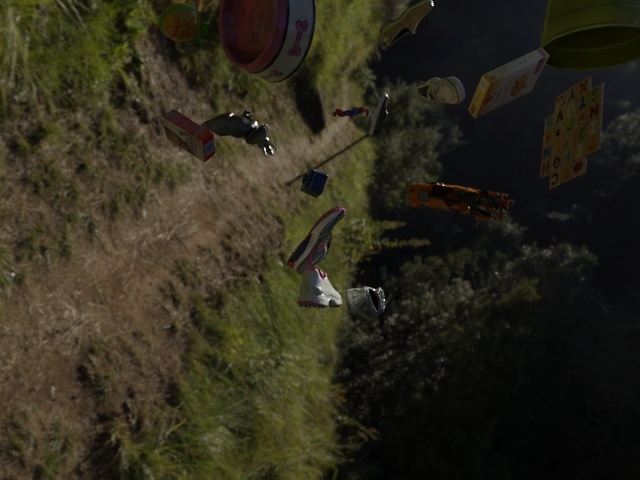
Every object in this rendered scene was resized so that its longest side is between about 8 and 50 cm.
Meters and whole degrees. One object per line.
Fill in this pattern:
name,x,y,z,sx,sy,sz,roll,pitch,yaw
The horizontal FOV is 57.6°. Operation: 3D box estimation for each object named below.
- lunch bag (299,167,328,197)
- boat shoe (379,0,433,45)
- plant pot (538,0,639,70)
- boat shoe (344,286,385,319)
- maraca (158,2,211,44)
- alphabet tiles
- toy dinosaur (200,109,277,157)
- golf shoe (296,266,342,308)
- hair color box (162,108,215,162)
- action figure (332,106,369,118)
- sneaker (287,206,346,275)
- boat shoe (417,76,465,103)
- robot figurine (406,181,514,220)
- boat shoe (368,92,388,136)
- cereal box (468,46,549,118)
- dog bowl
lunch bag,-0.023,-0.169,1.700,0.065,0.067,0.098,21,-10,-9
boat shoe,0.286,-0.693,1.871,0.068,0.189,0.072,6,56,-61
plant pot,0.914,-0.801,1.933,0.366,0.366,0.354,14,77,-68
boat shoe,0.195,0.236,2.275,0.320,0.103,0.118,27,48,-61
maraca,-0.411,-0.654,1.771,0.185,0.127,0.099,10,54,-66
alphabet tiles,0.820,-0.352,1.913,0.285,0.011,0.343,144,-43,-71
toy dinosaur,-0.286,-0.372,1.885,0.313,0.121,0.160,15,11,-13
golf shoe,0.007,0.166,2.015,0.306,0.115,0.140,25,66,-74
hair color box,-0.406,-0.324,1.801,0.167,0.053,0.093,33,-33,18
action figure,0.074,-0.335,1.534,0.038,0.115,0.030,4,95,-44
sneaker,0.000,0.000,2.195,0.112,0.299,0.121,37,5,-5
boat shoe,0.360,-0.443,1.758,0.226,0.075,0.083,-124,-170,-71
robot figurine,0.412,-0.115,1.691,0.211,0.290,0.085,-6,107,-55
boat shoe,0.187,-0.387,1.803,0.040,0.142,0.049,18,35,1
cereal box,0.598,-0.500,1.857,0.047,0.240,0.173,58,-15,22
dog bowl,-0.204,-0.766,2.031,0.150,0.408,0.408,-8,64,-43
